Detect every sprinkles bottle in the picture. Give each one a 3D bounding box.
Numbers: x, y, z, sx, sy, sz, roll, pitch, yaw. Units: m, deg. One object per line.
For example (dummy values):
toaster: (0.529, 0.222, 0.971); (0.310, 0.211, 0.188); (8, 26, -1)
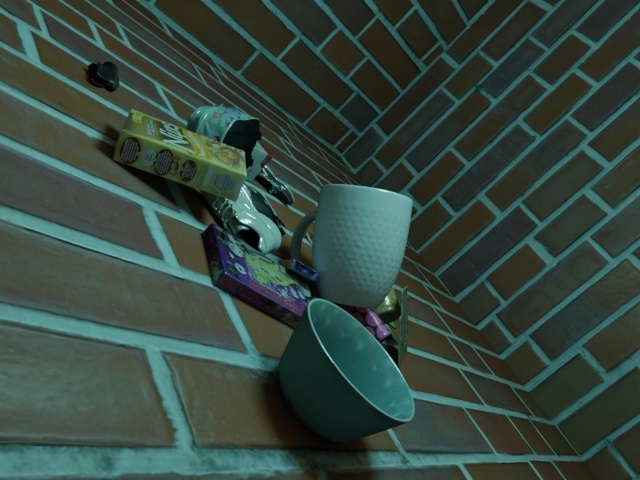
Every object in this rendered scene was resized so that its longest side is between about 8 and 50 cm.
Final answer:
sprinkles bottle: (0.177, 0.114, 1.999); (0.121, 0.121, 0.356); (28, 39, -50)

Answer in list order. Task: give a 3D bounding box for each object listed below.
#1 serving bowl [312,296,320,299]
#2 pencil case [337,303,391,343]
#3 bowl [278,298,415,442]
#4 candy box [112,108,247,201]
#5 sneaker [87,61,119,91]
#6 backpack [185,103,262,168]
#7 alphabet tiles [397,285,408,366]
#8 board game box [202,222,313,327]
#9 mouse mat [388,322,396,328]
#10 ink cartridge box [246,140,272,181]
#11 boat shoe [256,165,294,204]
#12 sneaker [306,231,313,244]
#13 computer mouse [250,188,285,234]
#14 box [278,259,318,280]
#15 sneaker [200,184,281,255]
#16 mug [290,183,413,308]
serving bowl: (-0.001, 0.199, 1.624); (0.083, 0.027, 0.083); (42, 15, -14)
pencil case: (0.133, 0.235, 1.794); (0.209, 0.095, 0.098); (54, -8, 21)
bowl: (0.032, 0.289, 1.192); (0.311, 0.163, 0.311); (42, 15, -14)
candy box: (-0.352, -0.219, 1.471); (0.316, 0.088, 0.183); (19, 23, -19)
sneaker: (-0.640, -0.496, 1.681); (0.089, 0.051, 0.170); (36, 20, -49)
backpack: (-0.309, -0.297, 1.741); (0.191, 0.225, 0.253); (24, 18, 4)
alphabet tiles: (0.275, 0.277, 1.905); (0.198, 0.009, 0.237); (-14, 105, -74)
board game box: (-0.141, 0.106, 1.453); (0.346, 0.056, 0.208); (35, 22, -37)
mouse mat: (0.199, 0.243, 2.118); (0.189, 0.007, 0.153); (36, 17, -38)
ink cartridge box: (-0.284, -0.310, 2.020); (0.127, 0.128, 0.176); (51, 15, 21)
boat shoe: (-0.186, -0.205, 2.197); (0.206, 0.075, 0.065); (48, 56, -12)
sneaker: (0.000, 0.000, 2.097); (0.118, 0.067, 0.042); (52, 15, 24)
computer mouse: (-0.200, -0.104, 1.809); (0.188, 0.072, 0.272); (50, 15, 13)
box: (-0.064, 0.083, 1.610); (0.081, 0.028, 0.136); (30, -12, -20)
sneaker: (-0.230, -0.075, 1.585); (0.297, 0.111, 0.129); (45, 20, -1)
mug: (0.070, 0.020, 1.708); (0.374, 0.328, 0.276); (7, -5, 34)
